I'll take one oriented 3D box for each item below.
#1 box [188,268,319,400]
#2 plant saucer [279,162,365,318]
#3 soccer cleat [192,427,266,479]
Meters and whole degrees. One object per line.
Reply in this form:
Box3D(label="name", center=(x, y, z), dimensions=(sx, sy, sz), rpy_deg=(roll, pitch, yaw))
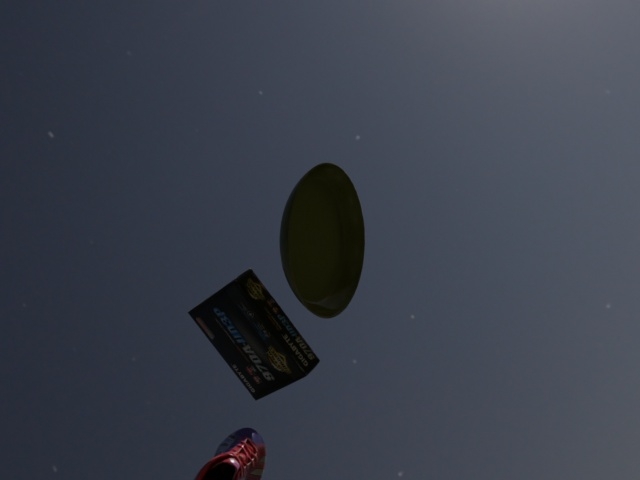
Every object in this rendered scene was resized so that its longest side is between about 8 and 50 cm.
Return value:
Box3D(label="box", center=(-0.127, 0.180, 1.559), dimensions=(0.175, 0.220, 0.051), rpy_deg=(-33, 5, 43))
Box3D(label="plant saucer", center=(0.000, 0.000, 1.283), dimensions=(0.241, 0.037, 0.241), rpy_deg=(0, -89, -59))
Box3D(label="soccer cleat", center=(-0.129, 0.332, 1.190), dimensions=(0.095, 0.083, 0.248), rpy_deg=(-61, -8, 24))
